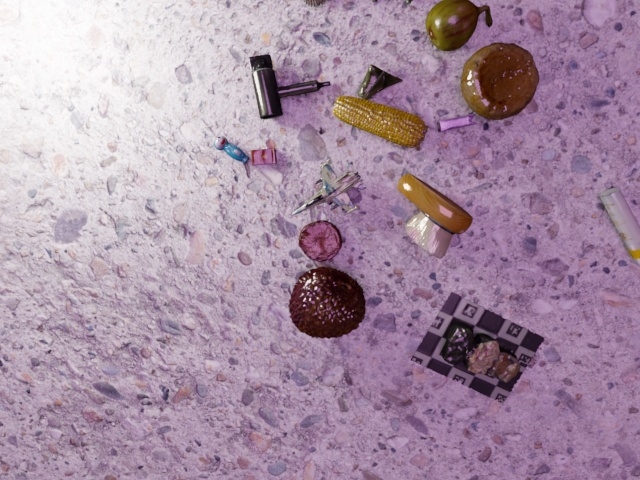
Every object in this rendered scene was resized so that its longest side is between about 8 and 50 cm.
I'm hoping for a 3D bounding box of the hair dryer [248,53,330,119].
[{"bbox_3d":[-0.093,-0.513,1.326,0.248,0.078,0.195,-11,99,-3],"label":"hair dryer"}]

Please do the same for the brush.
[{"bbox_3d":[0.336,-0.083,1.314,0.267,0.174,0.166,39,111,6],"label":"brush"}]

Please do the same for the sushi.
[{"bbox_3d":[0.550,0.395,1.406,0.373,0.100,0.296,27,101,0],"label":"sushi"}]

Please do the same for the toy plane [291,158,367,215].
[{"bbox_3d":[0.019,-0.154,1.370,0.262,0.088,0.192,-29,91,19],"label":"toy plane"}]

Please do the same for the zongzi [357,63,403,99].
[{"bbox_3d":[0.189,-0.485,1.307,0.119,0.055,0.109,22,104,-10],"label":"zongzi"}]

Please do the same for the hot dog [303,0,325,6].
[{"bbox_3d":[0.035,-0.840,1.244,0.268,0.075,0.144,-37,91,12],"label":"hot dog"}]

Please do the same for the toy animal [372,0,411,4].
[{"bbox_3d":[0.255,-0.803,1.229,0.255,0.090,0.170,-13,103,1],"label":"toy animal"}]

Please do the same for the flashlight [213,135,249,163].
[{"bbox_3d":[-0.301,-0.306,1.386,0.129,0.051,0.051,33,101,-8],"label":"flashlight"}]

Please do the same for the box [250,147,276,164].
[{"bbox_3d":[-0.192,-0.284,1.389,0.082,0.023,0.051,-4,101,6],"label":"box"}]

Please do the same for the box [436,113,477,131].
[{"bbox_3d":[0.434,-0.374,1.304,0.117,0.050,0.036,-9,102,9],"label":"box"}]

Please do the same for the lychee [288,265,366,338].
[{"bbox_3d":[0.008,0.218,1.362,0.271,0.271,0.271,1,100,5],"label":"lychee"}]

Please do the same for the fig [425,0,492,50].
[{"bbox_3d":[0.412,-0.646,1.209,0.186,0.142,0.148,-21,125,21],"label":"fig"}]

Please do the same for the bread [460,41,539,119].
[{"bbox_3d":[0.532,-0.474,1.237,0.230,0.123,0.230,-1,97,-7],"label":"bread"}]

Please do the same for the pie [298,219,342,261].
[{"bbox_3d":[0.000,0.000,1.416,0.154,0.036,0.154,1,100,5],"label":"pie"}]

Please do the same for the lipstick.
[{"bbox_3d":[0.981,-0.045,1.310,0.059,0.059,0.264,-30,96,10],"label":"lipstick"}]

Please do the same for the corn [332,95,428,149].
[{"bbox_3d":[0.189,-0.383,1.297,0.305,0.106,0.106,23,101,4],"label":"corn"}]
